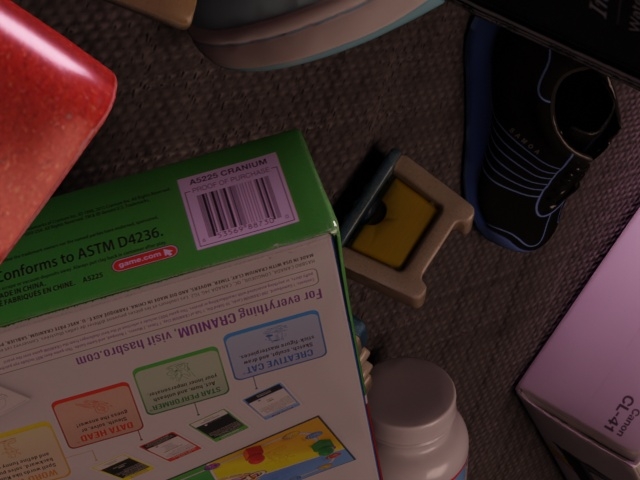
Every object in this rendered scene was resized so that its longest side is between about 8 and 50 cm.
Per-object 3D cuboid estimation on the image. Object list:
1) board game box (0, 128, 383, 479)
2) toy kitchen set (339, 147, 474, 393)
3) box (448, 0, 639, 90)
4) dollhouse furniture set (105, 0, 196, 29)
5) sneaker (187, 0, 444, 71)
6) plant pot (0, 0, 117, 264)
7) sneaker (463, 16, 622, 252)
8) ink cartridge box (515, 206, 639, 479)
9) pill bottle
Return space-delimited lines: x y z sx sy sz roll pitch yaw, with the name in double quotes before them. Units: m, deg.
"board game box" -0.095 0.105 0.906 0.242 0.064 0.316 -16 140 -4
"toy kitchen set" 0.000 0.000 1.083 0.166 0.122 0.207 -57 171 -9
"box" 0.358 -0.268 1.012 0.480 0.471 0.297 -37 142 -38
"dollhouse furniture set" -0.070 -0.222 0.654 0.374 0.152 0.201 155 -53 -76
"sneaker" 0.026 -0.215 0.849 0.208 0.319 0.127 54 33 -20
"plant pot" -0.256 -0.014 0.448 0.236 0.267 0.267 41 77 -28
"sneaker" 0.151 -0.063 1.257 0.081 0.090 0.232 -47 148 -25
"ink cartridge box" 0.305 0.124 1.633 0.226 0.131 0.306 -54 149 -12
"pill bottle" 0.058 0.159 1.308 0.087 0.087 0.160 -40 144 -34
